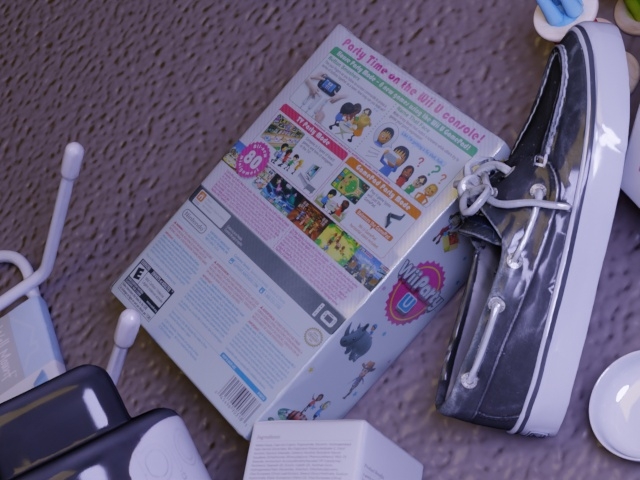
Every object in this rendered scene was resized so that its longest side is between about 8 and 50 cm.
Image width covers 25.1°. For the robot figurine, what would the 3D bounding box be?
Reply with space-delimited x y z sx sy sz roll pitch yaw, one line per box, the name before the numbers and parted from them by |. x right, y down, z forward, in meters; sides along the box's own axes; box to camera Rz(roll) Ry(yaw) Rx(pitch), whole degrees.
robot figurine | -0.149 0.233 1.050 0.173 0.209 0.278 -27 88 31

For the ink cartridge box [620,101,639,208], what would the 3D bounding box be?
ink cartridge box | 0.325 -0.101 0.888 0.129 0.307 0.223 -15 45 -23

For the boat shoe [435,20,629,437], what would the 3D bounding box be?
boat shoe | 0.146 -0.016 1.043 0.105 0.113 0.306 12 92 -7

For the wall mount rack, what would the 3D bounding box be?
wall mount rack | -0.271 0.096 1.281 0.304 0.130 0.350 -35 51 12

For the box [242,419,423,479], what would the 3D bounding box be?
box | 0.008 0.189 1.068 0.102 0.101 0.087 -4 61 31

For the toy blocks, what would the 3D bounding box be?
toy blocks | 0.217 -0.193 1.123 0.054 0.148 0.123 19 76 38

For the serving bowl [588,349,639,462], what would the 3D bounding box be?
serving bowl | 0.233 0.120 1.012 0.083 0.027 0.083 -15 57 25

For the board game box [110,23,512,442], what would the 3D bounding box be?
board game box | 0.000 0.000 1.188 0.303 0.097 0.224 -49 50 1
